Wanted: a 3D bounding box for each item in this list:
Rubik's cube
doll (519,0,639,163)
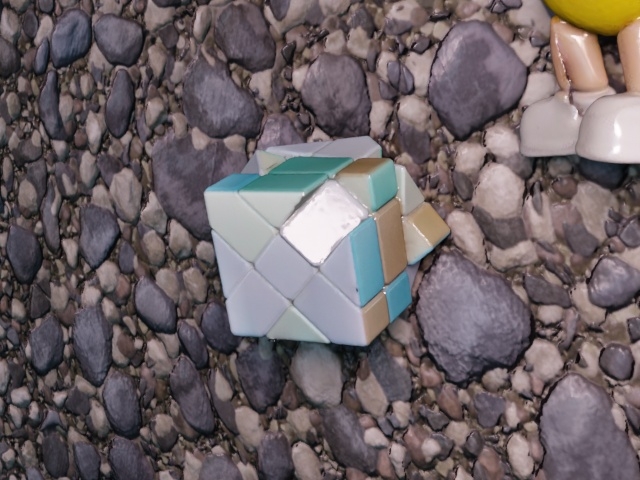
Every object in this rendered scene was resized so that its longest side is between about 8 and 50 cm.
[{"bbox_3d":[0.000,0.000,1.272,0.265,0.213,0.224,3,114,29],"label":"Rubik's cube"},{"bbox_3d":[0.263,-0.264,1.040,0.348,0.161,0.423,-33,64,55],"label":"doll"}]
